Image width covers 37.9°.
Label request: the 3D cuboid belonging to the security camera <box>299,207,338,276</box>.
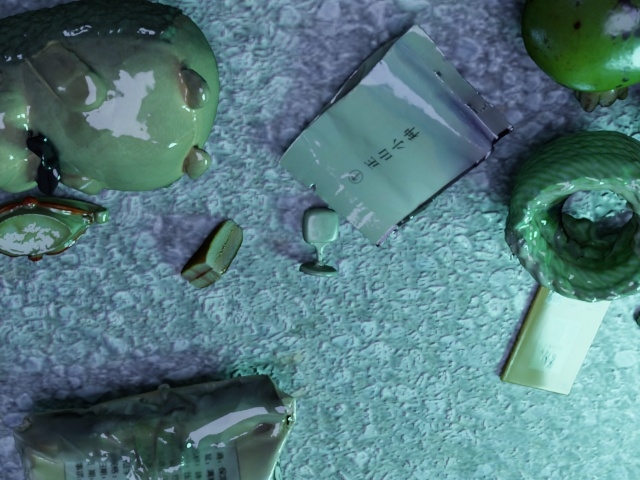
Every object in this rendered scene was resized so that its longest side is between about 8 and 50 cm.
[{"bbox_3d":[0.000,0.000,1.280,0.058,0.058,0.092,5,99,-10],"label":"security camera"}]

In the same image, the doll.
[{"bbox_3d":[-0.294,-0.159,1.070,0.349,0.247,0.247,6,112,-2],"label":"doll"}]

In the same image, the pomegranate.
[{"bbox_3d":[0.352,-0.260,1.154,0.202,0.202,0.248,-21,144,2],"label":"pomegranate"}]

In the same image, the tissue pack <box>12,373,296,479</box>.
[{"bbox_3d":[-0.215,0.393,1.332,0.390,0.195,0.376,-6,106,-5],"label":"tissue pack"}]

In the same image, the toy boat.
[{"bbox_3d":[-0.369,-0.019,1.205,0.185,0.071,0.089,-4,111,-7],"label":"toy boat"}]

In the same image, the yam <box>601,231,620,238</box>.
[{"bbox_3d":[0.449,0.004,1.337,0.264,0.046,0.046,-17,114,1],"label":"yam"}]

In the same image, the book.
[{"bbox_3d":[0.353,0.149,1.402,0.118,0.012,0.172,15,109,-13],"label":"book"}]

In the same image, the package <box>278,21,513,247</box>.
[{"bbox_3d":[0.099,-0.132,1.230,0.251,0.062,0.204,-42,112,18],"label":"package"}]

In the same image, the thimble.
[{"bbox_3d":[0.352,-0.033,1.222,0.219,0.150,0.219,7,119,12],"label":"thimble"}]

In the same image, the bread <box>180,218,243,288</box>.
[{"bbox_3d":[-0.145,0.025,1.259,0.043,0.062,0.109,37,100,-18],"label":"bread"}]

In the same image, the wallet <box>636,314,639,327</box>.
[{"bbox_3d":[0.613,0.135,1.412,0.245,0.052,0.168,37,113,-14],"label":"wallet"}]
